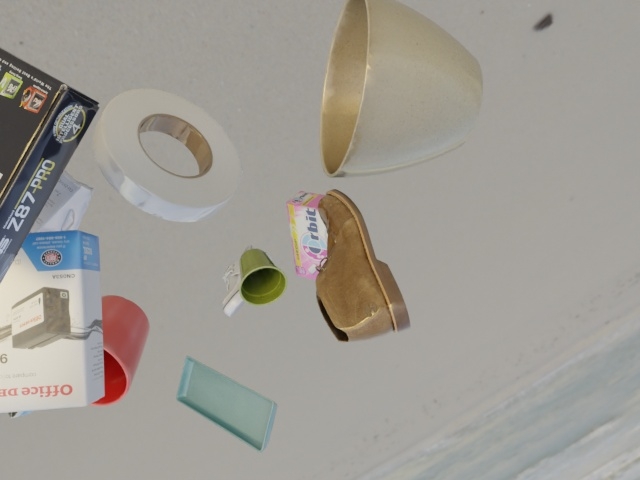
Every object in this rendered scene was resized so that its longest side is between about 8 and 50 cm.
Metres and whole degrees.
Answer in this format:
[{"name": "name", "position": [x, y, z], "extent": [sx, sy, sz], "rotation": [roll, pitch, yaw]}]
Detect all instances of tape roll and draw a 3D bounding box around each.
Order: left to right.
[{"name": "tape roll", "position": [-0.385, -0.223, 1.802], "extent": [0.392, 0.392, 0.072], "rotation": [-2, 149, -42]}]

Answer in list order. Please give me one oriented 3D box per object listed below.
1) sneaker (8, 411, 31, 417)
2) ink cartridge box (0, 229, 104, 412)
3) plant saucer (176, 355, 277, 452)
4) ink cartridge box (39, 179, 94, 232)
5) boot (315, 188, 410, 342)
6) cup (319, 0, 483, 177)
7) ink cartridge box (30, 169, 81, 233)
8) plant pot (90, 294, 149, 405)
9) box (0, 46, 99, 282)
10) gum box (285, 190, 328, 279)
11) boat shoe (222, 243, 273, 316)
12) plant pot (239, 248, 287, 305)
[{"name": "sneaker", "position": [-0.707, 0.380, 1.745], "extent": [0.162, 0.063, 0.073], "rotation": [-40, 153, 18]}, {"name": "ink cartridge box", "position": [-0.515, 0.144, 1.249], "extent": [0.223, 0.307, 0.129], "rotation": [-3, 175, -4]}, {"name": "plant saucer", "position": [-0.126, 0.212, 0.927], "extent": [0.018, 0.192, 0.067], "rotation": [12, 92, -47]}, {"name": "ink cartridge box", "position": [-0.702, -0.065, 1.824], "extent": [0.117, 0.278, 0.201], "rotation": [24, 82, -26]}, {"name": "boot", "position": [0.032, 0.032, 1.102], "extent": [0.115, 0.305, 0.112], "rotation": [-20, 135, -3]}, {"name": "cup", "position": [0.148, -0.262, 1.262], "extent": [0.237, 0.331, 0.331], "rotation": [7, 140, -13]}, {"name": "ink cartridge box", "position": [-0.651, -0.068, 1.505], "extent": [0.261, 0.296, 0.066], "rotation": [-47, 119, -8]}, {"name": "plant pot", "position": [-0.639, 0.307, 2.058], "extent": [0.275, 0.275, 0.243], "rotation": [-51, -171, 33]}, {"name": "box", "position": [-0.570, -0.162, 1.051], "extent": [0.318, 0.395, 0.097], "rotation": [-60, 164, 2]}, {"name": "gum box", "position": [0.000, 0.000, 1.450], "extent": [0.062, 0.107, 0.188], "rotation": [-42, 133, -46]}, {"name": "boat shoe", "position": [-0.193, 0.091, 1.672], "extent": [0.095, 0.084, 0.258], "rotation": [-52, -175, 25]}, {"name": "plant pot", "position": [-0.106, 0.055, 1.197], "extent": [0.083, 0.079, 0.083], "rotation": [-10, 127, -14]}]
